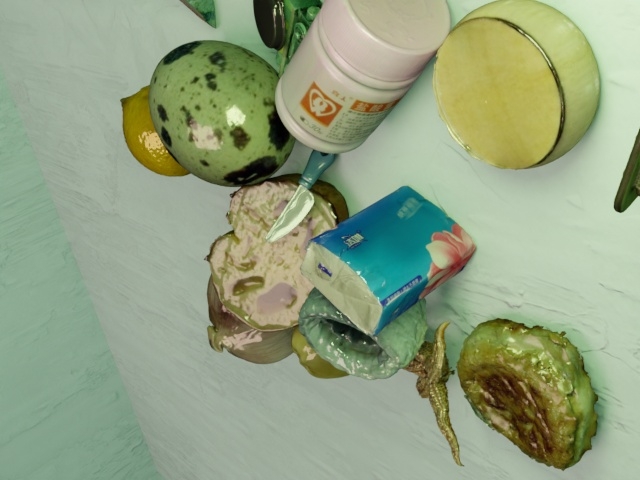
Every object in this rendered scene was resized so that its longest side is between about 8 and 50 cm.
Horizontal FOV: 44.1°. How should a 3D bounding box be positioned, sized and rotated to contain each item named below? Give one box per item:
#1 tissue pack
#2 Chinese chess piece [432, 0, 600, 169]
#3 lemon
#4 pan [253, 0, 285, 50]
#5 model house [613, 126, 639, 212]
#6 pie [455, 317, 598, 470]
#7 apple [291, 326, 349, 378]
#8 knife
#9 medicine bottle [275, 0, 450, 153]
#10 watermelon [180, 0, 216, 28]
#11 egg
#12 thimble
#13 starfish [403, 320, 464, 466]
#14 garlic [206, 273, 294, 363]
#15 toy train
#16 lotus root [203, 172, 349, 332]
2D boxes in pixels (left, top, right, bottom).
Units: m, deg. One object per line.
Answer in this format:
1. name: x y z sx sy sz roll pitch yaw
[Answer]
1. tissue pack: 0.126 0.026 1.481 0.209 0.269 0.137 42 144 26
2. Chinese chess piece: 0.291 -0.233 1.192 0.257 0.104 0.257 34 140 34
3. lemon: -0.368 -0.271 1.961 0.253 0.228 0.228 43 145 22
4. pan: -0.085 -0.444 1.471 0.136 0.028 0.235 71 159 8
5. model house: 0.523 -0.095 0.924 0.279 0.205 0.218 30 140 26
6. pie: 0.394 0.298 1.504 0.288 0.103 0.354 35 144 42
7. apple: 0.028 0.236 1.885 0.200 0.200 0.200 34 141 34
8. knife: -0.037 -0.094 1.666 0.058 0.244 0.032 27 172 4
9. medicine bottle: 0.063 -0.307 1.352 0.202 0.202 0.316 54 149 7
10. watermelon: -0.291 -0.544 1.748 0.094 0.081 0.180 14 166 25
11. egg: -0.213 -0.276 1.678 0.379 0.287 0.287 44 146 24
12. thimble: 0.091 0.159 1.589 0.250 0.172 0.205 24 141 18
13. starfish: 0.232 0.293 1.701 0.293 0.084 0.301 -162 56 -73
14. garlic: -0.186 0.180 2.109 0.322 0.241 0.322 10 105 40
15. toy train: -0.041 -0.392 1.548 0.132 0.083 0.200 57 150 24
16. lotus root: -0.076 0.039 1.787 0.375 0.111 0.390 45 116 17
